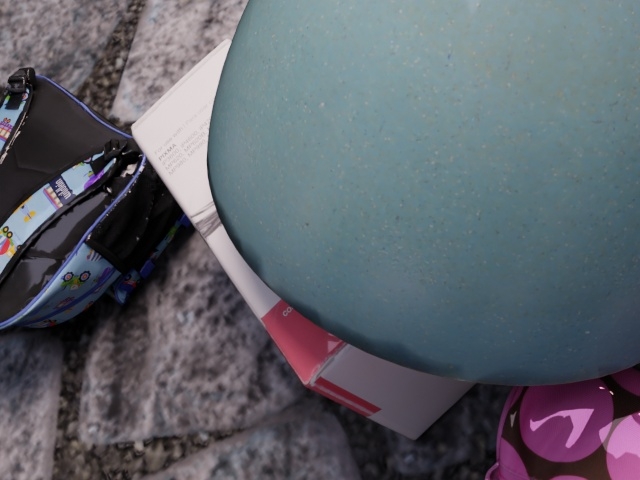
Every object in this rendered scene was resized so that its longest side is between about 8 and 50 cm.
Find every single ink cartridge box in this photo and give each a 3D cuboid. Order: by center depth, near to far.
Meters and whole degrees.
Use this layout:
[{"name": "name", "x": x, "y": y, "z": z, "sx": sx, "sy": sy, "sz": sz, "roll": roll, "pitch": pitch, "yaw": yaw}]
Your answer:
[{"name": "ink cartridge box", "x": 0.000, "y": 0.000, "z": 0.705, "sx": 0.092, "sy": 0.158, "sz": 0.218, "roll": -44, "pitch": 57, "yaw": 6}]

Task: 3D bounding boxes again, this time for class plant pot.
[{"name": "plant pot", "x": 0.095, "y": -0.104, "z": 0.566, "sx": 0.290, "sy": 0.195, "sz": 0.290, "roll": 5, "pitch": 46, "yaw": -5}]

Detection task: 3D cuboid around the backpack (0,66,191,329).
[{"name": "backpack", "x": -0.196, "y": -0.011, "z": 0.828, "sx": 0.158, "sy": 0.117, "sz": 0.173, "roll": 34, "pitch": 85, "yaw": 32}]

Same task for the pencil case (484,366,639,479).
[{"name": "pencil case", "x": 0.193, "y": 0.134, "z": 0.598, "sx": 0.209, "sy": 0.095, "sz": 0.098, "roll": 20, "pitch": 47, "yaw": 31}]
